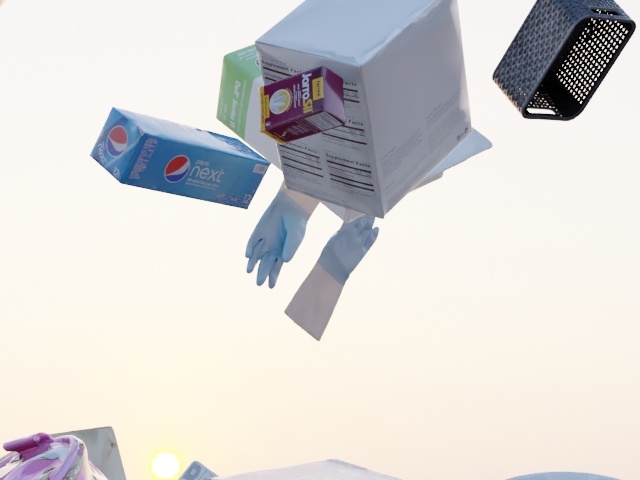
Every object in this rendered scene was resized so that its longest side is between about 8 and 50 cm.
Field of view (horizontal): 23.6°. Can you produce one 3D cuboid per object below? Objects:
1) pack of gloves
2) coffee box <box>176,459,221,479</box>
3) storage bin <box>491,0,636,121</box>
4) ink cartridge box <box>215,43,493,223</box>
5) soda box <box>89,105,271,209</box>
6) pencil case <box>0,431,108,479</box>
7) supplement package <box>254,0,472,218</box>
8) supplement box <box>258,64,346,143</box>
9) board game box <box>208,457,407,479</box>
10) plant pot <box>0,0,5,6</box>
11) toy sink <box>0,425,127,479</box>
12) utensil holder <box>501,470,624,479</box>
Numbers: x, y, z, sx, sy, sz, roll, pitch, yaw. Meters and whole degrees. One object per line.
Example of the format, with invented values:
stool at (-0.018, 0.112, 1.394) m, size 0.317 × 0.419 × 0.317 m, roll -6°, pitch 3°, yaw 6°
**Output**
pack of gloves at (0.000, 0.000, 2.223) m, size 0.195 × 0.232 × 0.046 m, roll 42°, pitch -24°, yaw -31°
coffee box at (-0.107, 0.583, 2.163) m, size 0.337 × 0.334 × 0.338 m, roll 31°, pitch -14°, yaw 33°
storage bin at (0.337, -0.262, 2.130) m, size 0.122 × 0.084 × 0.180 m, roll -1°, pitch -46°, yaw -38°
ink cartridge box at (0.044, -0.154, 2.142) m, size 0.207 × 0.353 × 0.119 m, roll -25°, pitch -38°, yaw -37°
soda box at (-0.160, -0.094, 1.776) m, size 0.210 × 0.067 × 0.071 m, roll 12°, pitch 21°, yaw -49°
pencil case at (-0.164, 0.345, 1.360) m, size 0.386 × 0.160 × 0.167 m, roll 50°, pitch -1°, yaw -19°
supplement package at (0.054, -0.173, 1.739) m, size 0.149 × 0.194 × 0.203 m, roll 18°, pitch -45°, yaw 33°
supplement box at (-0.020, -0.141, 1.599) m, size 0.083 × 0.055 × 0.043 m, roll -16°, pitch -26°, yaw 30°
board game box at (0.024, 0.341, 1.990) m, size 0.208 × 0.056 × 0.347 m, roll 8°, pitch 1°, yaw 26°
plant pot at (-0.384, -0.354, 1.503) m, size 0.274 × 0.275 × 0.243 m, roll 5°, pitch -33°, yaw -16°
toy sink at (-0.371, 0.365, 2.105) m, size 0.131 × 0.153 × 0.234 m, roll -3°, pitch -21°, yaw -42°
utensil holder at (0.252, 0.475, 1.555) m, size 0.327 × 0.385 × 0.328 m, roll 3°, pitch -48°, yaw 3°
